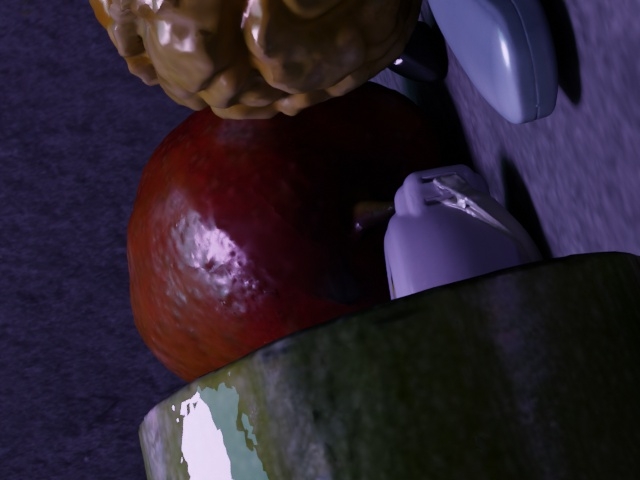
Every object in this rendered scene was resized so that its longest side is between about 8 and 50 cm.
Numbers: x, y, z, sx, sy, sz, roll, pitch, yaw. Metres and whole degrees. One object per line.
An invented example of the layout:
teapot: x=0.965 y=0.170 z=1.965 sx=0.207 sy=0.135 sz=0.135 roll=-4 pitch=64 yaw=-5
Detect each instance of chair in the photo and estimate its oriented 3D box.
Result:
chair: x=0.018 y=-0.215 z=1.178 sx=0.104 sy=0.095 sz=0.221 roll=22 pitch=-129 yaw=-79

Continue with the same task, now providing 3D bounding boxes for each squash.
squash: x=0.084 y=0.227 z=0.688 sx=0.263 sy=0.263 sz=0.384 roll=86 pitch=167 yaw=-75

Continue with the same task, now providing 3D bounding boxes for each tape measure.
tape measure: x=0.103 y=0.059 z=1.036 sx=0.196 sy=0.105 sz=0.178 roll=82 pitch=179 yaw=-56

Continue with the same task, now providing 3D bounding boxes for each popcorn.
popcorn: x=-0.030 y=-0.219 z=0.994 sx=0.332 sy=0.225 sz=0.265 roll=123 pitch=153 yaw=-76

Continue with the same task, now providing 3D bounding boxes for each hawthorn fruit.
hawthorn fruit: x=0.000 y=0.000 z=1.234 sx=0.369 sy=0.285 sz=0.284 roll=-28 pitch=77 yaw=66

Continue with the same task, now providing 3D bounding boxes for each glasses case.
glasses case: x=0.087 y=-0.125 z=0.840 sx=0.178 sy=0.045 sz=0.067 roll=-111 pitch=6 yaw=-55
